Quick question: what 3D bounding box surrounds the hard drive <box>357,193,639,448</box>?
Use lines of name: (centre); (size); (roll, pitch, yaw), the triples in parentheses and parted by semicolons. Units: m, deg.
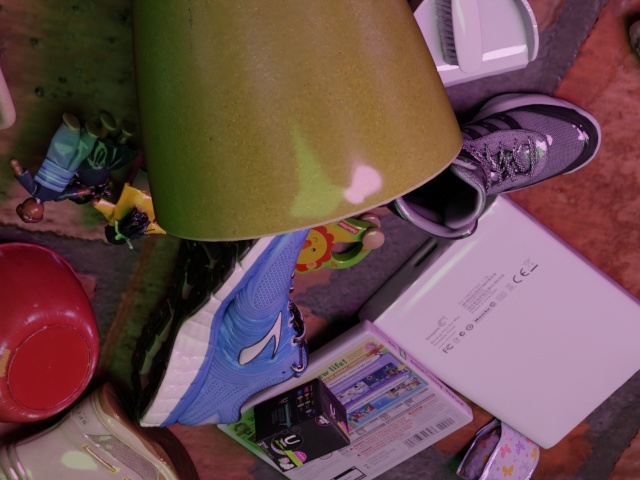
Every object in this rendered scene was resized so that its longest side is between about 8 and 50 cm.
hard drive: (0.218, 0.091, 1.531); (0.307, 0.040, 0.203); (34, 109, -31)

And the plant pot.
plant pot: (-0.046, -0.188, 1.160); (0.274, 0.275, 0.293); (-17, 110, -4)

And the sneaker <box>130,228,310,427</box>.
sneaker: (-0.070, 0.059, 1.389); (0.147, 0.130, 0.330); (12, 127, -26)

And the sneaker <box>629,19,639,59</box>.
sneaker: (0.404, -0.150, 1.396); (0.115, 0.090, 0.232); (-35, 126, 4)

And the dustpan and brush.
dustpan and brush: (0.129, -0.223, 1.285); (0.147, 0.060, 0.211); (-15, 125, -6)

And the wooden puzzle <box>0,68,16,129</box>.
wooden puzzle: (-0.447, -0.162, 1.090); (0.348, 0.080, 0.322); (-16, 130, -4)

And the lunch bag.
lunch bag: (0.210, 0.255, 1.630); (0.071, 0.053, 0.083); (34, 83, -31)

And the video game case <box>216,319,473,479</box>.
video game case: (0.027, 0.193, 1.535); (0.212, 0.023, 0.193); (-34, 126, 22)

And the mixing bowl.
mixing bowl: (-0.277, 0.102, 1.325); (0.181, 0.098, 0.181); (-18, 120, -35)

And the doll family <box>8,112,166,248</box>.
doll family: (-0.200, -0.049, 1.308); (0.193, 0.076, 0.111); (27, 117, -23)

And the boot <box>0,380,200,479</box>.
boot: (-0.234, 0.255, 1.496); (0.165, 0.077, 0.213); (-30, 129, 9)

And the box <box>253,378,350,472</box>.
box: (-0.020, 0.196, 1.481); (0.083, 0.052, 0.062); (-25, 130, 14)

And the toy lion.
toy lion: (0.000, 0.000, 1.419); (0.100, 0.034, 0.096); (27, 119, -29)

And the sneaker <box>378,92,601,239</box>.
sneaker: (0.156, -0.066, 1.334); (0.268, 0.153, 0.101); (-7, 115, -10)
